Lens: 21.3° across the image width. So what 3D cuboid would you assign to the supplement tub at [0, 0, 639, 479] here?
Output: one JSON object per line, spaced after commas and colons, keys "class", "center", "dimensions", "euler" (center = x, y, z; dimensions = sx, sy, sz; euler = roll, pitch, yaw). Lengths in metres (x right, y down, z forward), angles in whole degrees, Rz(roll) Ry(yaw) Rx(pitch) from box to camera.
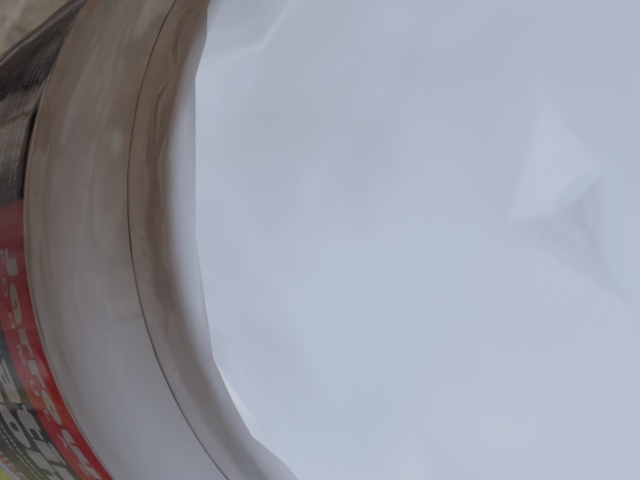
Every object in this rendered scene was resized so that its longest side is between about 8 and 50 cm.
{"class": "supplement tub", "center": [0.000, 0.000, 0.471], "dimensions": [0.191, 0.191, 0.272], "euler": [-66, -163, -12]}
